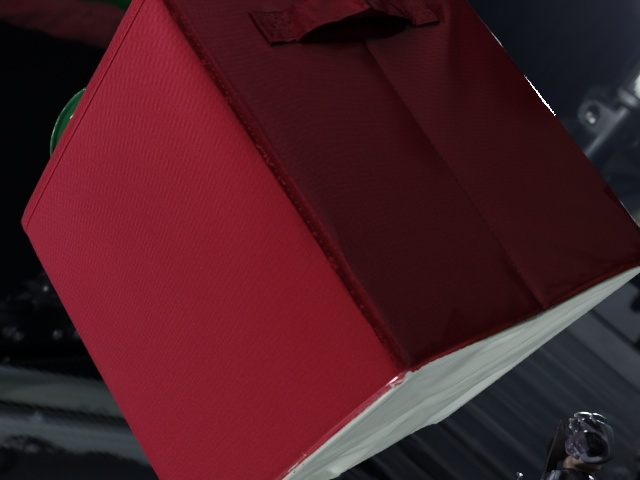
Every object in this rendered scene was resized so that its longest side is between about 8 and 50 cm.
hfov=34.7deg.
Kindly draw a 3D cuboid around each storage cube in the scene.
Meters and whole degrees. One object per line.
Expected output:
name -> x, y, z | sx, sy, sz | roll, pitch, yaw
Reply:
storage cube -> 0.000, 0.000, 0.498 | 0.183, 0.215, 0.193 | -17, -113, -42

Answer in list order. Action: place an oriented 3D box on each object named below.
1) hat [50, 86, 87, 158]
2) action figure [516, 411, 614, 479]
hat -> -0.161, -0.026, 0.959 | 0.183, 0.173, 0.208 | -107, -3, -54
action figure -> 0.248, 0.246, 0.879 | 0.099, 0.185, 0.285 | 4, 179, -27
